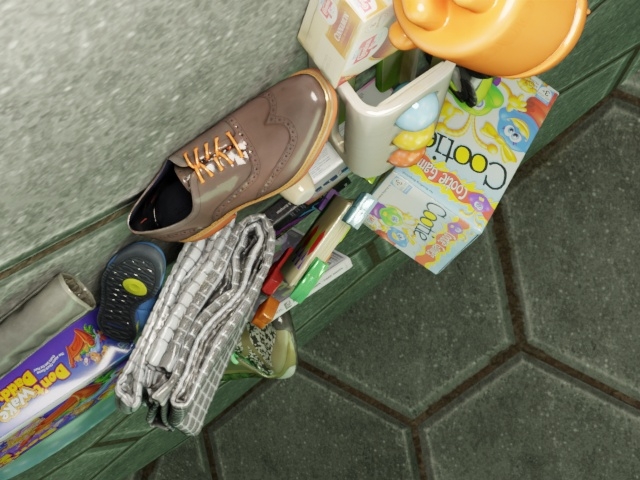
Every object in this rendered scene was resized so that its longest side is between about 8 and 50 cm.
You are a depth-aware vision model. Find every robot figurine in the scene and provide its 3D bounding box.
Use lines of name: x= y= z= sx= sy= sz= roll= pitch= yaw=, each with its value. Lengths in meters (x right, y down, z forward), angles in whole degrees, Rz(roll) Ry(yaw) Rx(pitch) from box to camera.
robot figurine: x=0.143 y=-0.205 z=1.053 sx=0.219 sy=0.128 sz=0.158 roll=5 pitch=124 yaw=-55

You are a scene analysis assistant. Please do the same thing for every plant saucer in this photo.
plant saucer: x=-0.439 y=0.306 z=2.136 sx=0.318 sy=0.043 sz=0.317 roll=-35 pitch=171 yaw=-7

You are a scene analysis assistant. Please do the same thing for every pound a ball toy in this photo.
pound a ball toy: x=0.043 y=-0.130 z=1.397 sx=0.208 sy=0.135 sz=0.319 roll=-36 pitch=171 yaw=-6

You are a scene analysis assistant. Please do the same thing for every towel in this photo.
towel: x=-0.156 y=0.109 z=1.605 sx=0.235 sy=0.121 sz=0.283 roll=122 pitch=-7 yaw=-73

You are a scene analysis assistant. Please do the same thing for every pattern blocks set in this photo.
pattern blocks set: x=0.000 y=0.000 z=1.695 sx=0.285 sy=0.026 sz=0.325 roll=-53 pitch=-172 yaw=9

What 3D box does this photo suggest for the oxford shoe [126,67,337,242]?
oxford shoe: x=-0.092 y=-0.078 z=1.287 sx=0.271 sy=0.097 sz=0.098 roll=-41 pitch=164 yaw=29

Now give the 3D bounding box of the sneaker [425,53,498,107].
sneaker: x=0.203 y=-0.260 z=1.512 sx=0.121 sy=0.111 sz=0.300 roll=-46 pitch=178 yaw=-5

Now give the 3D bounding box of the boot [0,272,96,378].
boot: x=-0.352 y=0.119 z=1.370 sx=0.209 sy=0.076 sz=0.189 roll=-30 pitch=-174 yaw=4

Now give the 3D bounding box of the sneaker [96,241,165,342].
sneaker: x=-0.228 y=0.046 z=1.551 sx=0.209 sy=0.069 sz=0.082 roll=119 pitch=-4 yaw=-54

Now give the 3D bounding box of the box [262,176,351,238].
box: x=-0.029 y=-0.056 z=1.864 sx=0.162 sy=0.029 sz=0.116 roll=-39 pitch=171 yaw=3

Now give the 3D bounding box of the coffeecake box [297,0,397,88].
coffeecake box: x=0.079 y=-0.240 z=1.173 sx=0.185 sy=0.068 sz=0.142 roll=-33 pitch=171 yaw=-18

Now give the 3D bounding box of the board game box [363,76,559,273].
board game box: x=0.187 y=-0.118 z=1.710 sx=0.275 sy=0.142 sz=0.144 roll=-57 pitch=-176 yaw=-32

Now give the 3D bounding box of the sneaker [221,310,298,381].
sneaker: x=-0.173 y=0.174 z=2.019 sx=0.182 sy=0.158 sz=0.410 roll=-12 pitch=172 yaw=-30

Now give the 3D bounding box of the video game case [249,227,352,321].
video game case: x=-0.070 y=0.050 z=1.909 sx=0.173 sy=0.022 sz=0.190 roll=-34 pitch=-148 yaw=-19

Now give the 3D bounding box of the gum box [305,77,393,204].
gum box: x=0.025 y=-0.123 z=1.603 sx=0.188 sy=0.062 sz=0.107 roll=-37 pitch=171 yaw=3

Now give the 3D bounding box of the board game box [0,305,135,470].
board game box: x=-0.419 y=0.237 z=1.722 sx=0.347 sy=0.078 sz=0.233 roll=-34 pitch=171 yaw=-16
